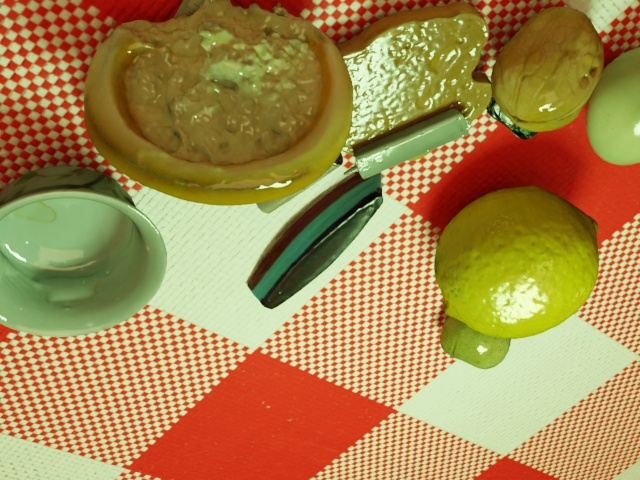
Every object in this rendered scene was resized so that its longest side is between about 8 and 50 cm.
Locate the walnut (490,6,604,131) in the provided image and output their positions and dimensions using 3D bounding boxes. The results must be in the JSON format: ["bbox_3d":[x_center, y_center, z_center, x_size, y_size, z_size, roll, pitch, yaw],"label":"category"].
[{"bbox_3d":[0.405,-0.305,1.599,0.193,0.193,0.225,30,88,-37],"label":"walnut"}]

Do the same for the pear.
[{"bbox_3d":[0.367,0.224,2.107,0.167,0.167,0.136,19,111,-32],"label":"pear"}]

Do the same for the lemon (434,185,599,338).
[{"bbox_3d":[0.402,0.045,1.852,0.336,0.336,0.336,-10,134,-10],"label":"lemon"}]

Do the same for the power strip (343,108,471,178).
[{"bbox_3d":[0.159,-0.176,1.674,0.253,0.027,0.060,-22,136,5],"label":"power strip"}]

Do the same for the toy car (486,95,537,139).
[{"bbox_3d":[0.382,-0.245,1.744,0.142,0.055,0.069,27,115,-37],"label":"toy car"}]

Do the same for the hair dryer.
[{"bbox_3d":[-0.103,-0.163,1.650,0.220,0.053,0.195,39,128,-25],"label":"hair dryer"}]

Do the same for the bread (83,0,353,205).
[{"bbox_3d":[-0.162,-0.221,1.461,0.424,0.245,0.328,0,93,-7],"label":"bread"}]

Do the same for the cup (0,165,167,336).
[{"bbox_3d":[-0.459,-0.002,1.607,0.347,0.163,0.347,-10,135,-10],"label":"cup"}]

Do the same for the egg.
[{"bbox_3d":[0.608,-0.254,1.720,0.189,0.188,0.253,-2,142,-17],"label":"egg"}]

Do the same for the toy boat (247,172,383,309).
[{"bbox_3d":[0.000,0.000,1.835,0.136,0.079,0.392,24,123,-37],"label":"toy boat"}]

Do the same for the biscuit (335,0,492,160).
[{"bbox_3d":[0.158,-0.279,1.633,0.351,0.057,0.312,-30,135,12],"label":"biscuit"}]

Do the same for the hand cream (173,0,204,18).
[{"bbox_3d":[-0.195,-0.367,1.444,0.080,0.050,0.234,12,135,-29],"label":"hand cream"}]
